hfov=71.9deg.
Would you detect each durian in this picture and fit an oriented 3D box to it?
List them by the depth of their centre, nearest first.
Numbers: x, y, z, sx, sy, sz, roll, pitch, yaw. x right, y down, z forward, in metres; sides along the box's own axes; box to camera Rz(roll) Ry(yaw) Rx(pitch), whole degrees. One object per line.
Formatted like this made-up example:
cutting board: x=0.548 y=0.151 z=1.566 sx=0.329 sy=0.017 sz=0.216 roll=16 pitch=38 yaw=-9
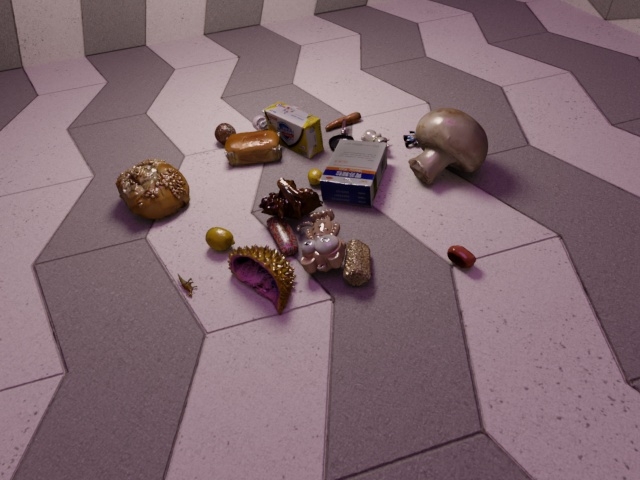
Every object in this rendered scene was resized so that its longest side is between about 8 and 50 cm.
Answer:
durian: x=-0.175 y=0.083 z=1.425 sx=0.261 sy=0.153 sz=0.186 roll=25 pitch=28 yaw=18

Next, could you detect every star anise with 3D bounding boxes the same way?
star anise: x=-0.106 y=-0.146 z=1.572 sx=0.238 sy=0.148 sz=0.346 roll=2 pitch=6 yaw=-2

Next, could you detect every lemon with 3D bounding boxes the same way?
lemon: x=-0.351 y=-0.005 z=1.545 sx=0.111 sy=0.082 sz=0.082 roll=20 pitch=50 yaw=17
lemon: x=-0.018 y=-0.255 z=1.770 sx=0.065 sy=0.065 sz=0.092 roll=-21 pitch=44 yaw=-14

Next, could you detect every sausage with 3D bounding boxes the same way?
sausage: x=0.452 y=0.052 z=1.416 sx=0.054 sy=0.059 sz=0.094 roll=-32 pitch=51 yaw=-23

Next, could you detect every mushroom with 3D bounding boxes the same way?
mushroom: x=0.484 y=-0.349 z=1.711 sx=0.297 sy=0.297 sz=0.290 roll=38 pitch=96 yaw=35

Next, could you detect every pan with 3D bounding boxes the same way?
pan: x=0.099 y=-0.470 z=1.987 sx=0.115 sy=0.040 sz=0.212 roll=2 pitch=52 yaw=9

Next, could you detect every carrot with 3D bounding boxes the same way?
carrot: x=0.104 y=-0.560 z=2.076 sx=0.191 sy=0.047 sz=0.047 roll=-22 pitch=47 yaw=-14

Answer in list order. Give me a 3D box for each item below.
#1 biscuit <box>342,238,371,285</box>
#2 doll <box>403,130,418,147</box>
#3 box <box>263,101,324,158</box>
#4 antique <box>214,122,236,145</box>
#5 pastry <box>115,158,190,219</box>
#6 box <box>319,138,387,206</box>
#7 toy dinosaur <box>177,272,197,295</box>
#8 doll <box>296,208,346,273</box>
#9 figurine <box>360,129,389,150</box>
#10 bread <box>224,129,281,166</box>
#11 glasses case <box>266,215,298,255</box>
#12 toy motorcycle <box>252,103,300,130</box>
biscuit: x=0.119 y=0.070 z=1.424 sx=0.070 sy=0.082 sz=0.168 roll=-36 pitch=31 yaw=33
doll: x=0.460 y=-0.455 z=1.917 sx=0.195 sy=0.070 sz=0.096 roll=-13 pitch=60 yaw=3
box: x=-0.118 y=-0.489 z=1.946 sx=0.265 sy=0.168 sz=0.097 roll=33 pitch=60 yaw=30
antique: x=-0.438 y=-0.492 z=2.028 sx=0.104 sy=0.104 sz=0.104 roll=-3 pitch=45 yaw=3
pastry: x=-0.664 y=-0.218 z=1.738 sx=0.255 sy=0.161 sz=0.311 roll=-34 pitch=52 yaw=-28
box: x=0.137 y=-0.275 z=1.743 sx=0.200 sy=0.106 sz=0.299 roll=9 pitch=45 yaw=17
toy dinosaur: x=-0.438 y=0.137 z=1.448 sx=0.041 sy=0.026 sz=0.113 roll=-35 pitch=59 yaw=-5
doll: x=0.002 y=-0.001 z=1.483 sx=0.154 sy=0.119 sz=0.278 roll=-20 pitch=38 yaw=6
figurine: x=0.258 y=-0.433 z=1.905 sx=0.146 sy=0.081 sz=0.098 roll=31 pitch=56 yaw=32
bread: x=-0.292 y=-0.406 z=1.923 sx=0.241 sy=0.107 sz=0.136 roll=-7 pitch=48 yaw=0
glasses case: x=-0.133 y=-0.024 z=1.562 sx=0.073 sy=0.049 sz=0.194 roll=-20 pitch=46 yaw=-13
toy motorcycle: x=-0.207 y=-0.592 z=2.089 sx=0.254 sy=0.112 sz=0.112 roll=-23 pitch=47 yaw=-23
